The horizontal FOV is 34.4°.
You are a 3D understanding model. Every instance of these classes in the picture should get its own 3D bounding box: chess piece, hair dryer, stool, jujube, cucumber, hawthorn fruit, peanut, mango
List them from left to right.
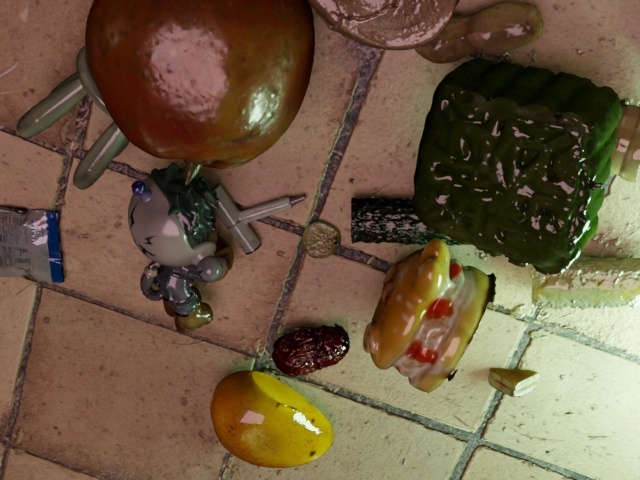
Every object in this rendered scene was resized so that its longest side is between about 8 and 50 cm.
[{"bbox_3d":[-0.421,-0.239,1.938,0.195,0.195,0.198,44,121,-13],"label":"stool"},{"bbox_3d":[-0.205,-0.289,1.748,0.402,0.403,0.403,4,117,7],"label":"hawthorn fruit"},{"bbox_3d":[-0.117,-0.076,2.056,0.183,0.044,0.155,-30,110,16],"label":"hair dryer"},{"bbox_3d":[-0.108,0.399,2.233,0.290,0.160,0.191,26,112,-15],"label":"mango"},{"bbox_3d":[-0.018,0.232,2.159,0.165,0.104,0.104,-10,115,12],"label":"jujube"},{"bbox_3d":[0.235,-0.036,1.988,0.359,0.096,0.096,1,117,6],"label":"cucumber"},{"bbox_3d":[0.275,-0.362,1.807,0.227,0.104,0.086,-10,107,16],"label":"peanut"},{"bbox_3d":[0.447,-0.213,1.858,0.300,0.137,0.137,21,119,13],"label":"chess piece"}]

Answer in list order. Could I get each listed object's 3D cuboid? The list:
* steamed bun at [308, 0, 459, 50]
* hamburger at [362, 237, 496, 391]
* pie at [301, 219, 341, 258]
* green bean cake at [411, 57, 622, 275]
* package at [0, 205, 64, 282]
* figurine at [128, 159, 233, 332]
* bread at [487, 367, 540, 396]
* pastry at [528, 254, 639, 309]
[{"bbox_3d":[0.075,-0.431,1.708,0.301,0.251,0.199,40,102,-13],"label":"steamed bun"},{"bbox_3d":[0.200,0.133,1.971,0.186,0.261,0.303,29,151,-6],"label":"hamburger"},{"bbox_3d":[0.000,0.000,2.083,0.085,0.017,0.085,3,118,6],"label":"pie"},{"bbox_3d":[0.334,-0.125,1.775,0.335,0.218,0.319,18,122,26],"label":"green bean cake"},{"bbox_3d":[-0.629,0.009,2.186,0.173,0.027,0.171,5,114,6],"label":"package"},{"bbox_3d":[-0.266,0.011,2.017,0.261,0.186,0.382,35,147,32],"label":"figurine"},{"bbox_3d":[0.404,0.297,2.144,0.109,0.062,0.043,3,116,4],"label":"bread"},{"bbox_3d":[0.531,0.082,2.004,0.258,0.089,0.121,5,130,10],"label":"pastry"}]
